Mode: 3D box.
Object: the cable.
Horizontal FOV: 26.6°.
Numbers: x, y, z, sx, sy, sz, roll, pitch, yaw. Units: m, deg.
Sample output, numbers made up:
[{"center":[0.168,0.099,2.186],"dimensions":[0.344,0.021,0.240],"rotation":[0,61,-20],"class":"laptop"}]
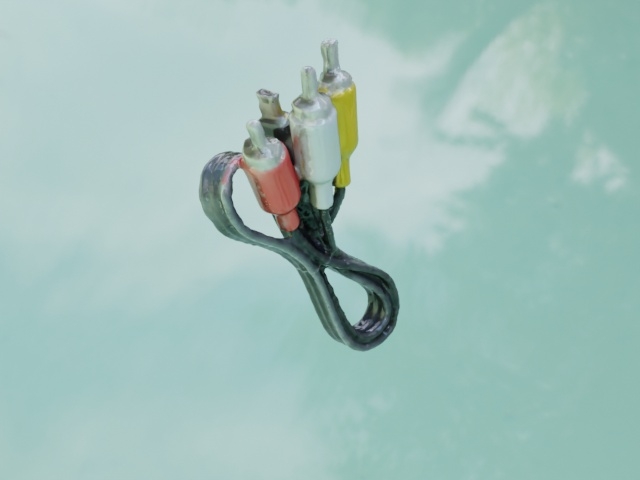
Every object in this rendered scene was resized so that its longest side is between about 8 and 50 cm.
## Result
[{"center":[0.000,0.000,0.998],"dimensions":[0.072,0.287,0.139],"rotation":[16,50,39],"class":"cable"}]
